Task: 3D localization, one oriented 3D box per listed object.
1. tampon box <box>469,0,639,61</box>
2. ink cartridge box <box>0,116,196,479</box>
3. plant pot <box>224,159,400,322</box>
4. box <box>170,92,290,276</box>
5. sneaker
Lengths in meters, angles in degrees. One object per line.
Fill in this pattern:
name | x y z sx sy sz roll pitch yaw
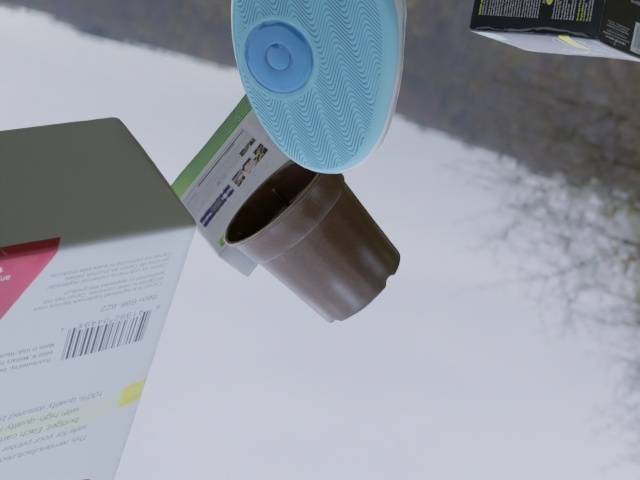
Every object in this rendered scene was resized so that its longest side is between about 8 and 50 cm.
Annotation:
tampon box | 0.261 -0.254 1.651 0.161 0.101 0.120 11 -179 39
ink cartridge box | -0.306 0.097 1.389 0.279 0.384 0.160 -11 -132 -36
plant pot | 0.000 0.000 1.881 0.165 0.167 0.167 46 -175 -18
box | -0.087 -0.099 2.106 0.058 0.232 0.322 38 -177 -26
sneaker | 0.023 -0.219 1.091 0.127 0.319 0.208 1 -163 24
